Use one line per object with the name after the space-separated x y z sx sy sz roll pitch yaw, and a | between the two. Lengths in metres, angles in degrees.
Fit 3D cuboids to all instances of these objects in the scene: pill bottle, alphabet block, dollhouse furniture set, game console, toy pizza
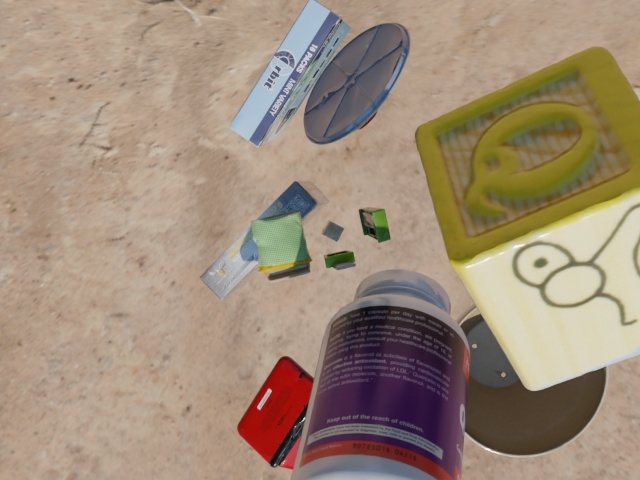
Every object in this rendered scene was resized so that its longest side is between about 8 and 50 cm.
0.078 0.190 1.024 0.182 0.323 0.181 7 135 7 | pill bottle
0.217 -0.017 0.794 0.192 0.193 0.197 -24 131 13 | alphabet block
0.000 0.000 1.029 0.152 0.058 0.076 -13 100 -11 | dollhouse furniture set
-0.028 0.253 1.284 0.124 0.085 0.144 39 106 25 | game console
0.053 -0.212 1.224 0.032 0.201 0.201 34 101 -30 | toy pizza

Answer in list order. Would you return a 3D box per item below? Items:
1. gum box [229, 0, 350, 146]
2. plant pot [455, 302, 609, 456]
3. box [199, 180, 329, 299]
-0.029 -0.185 0.986 0.041 0.184 0.157 34 102 -3 | gum box
0.334 0.216 1.569 0.284 0.191 0.284 0 94 -4 | plant pot
-0.092 -0.005 1.531 0.056 0.183 0.231 45 98 2 | box
